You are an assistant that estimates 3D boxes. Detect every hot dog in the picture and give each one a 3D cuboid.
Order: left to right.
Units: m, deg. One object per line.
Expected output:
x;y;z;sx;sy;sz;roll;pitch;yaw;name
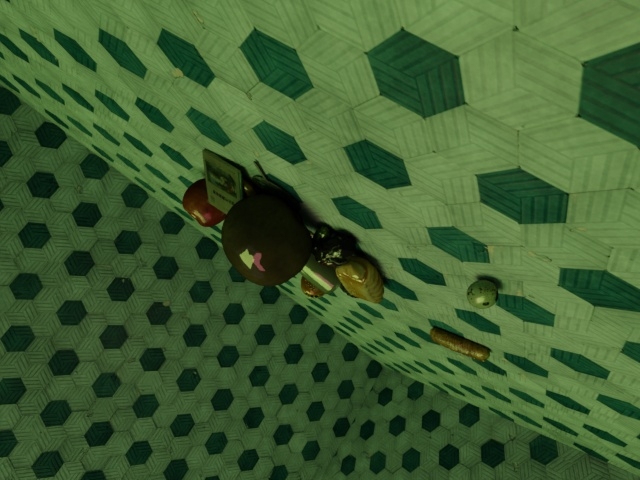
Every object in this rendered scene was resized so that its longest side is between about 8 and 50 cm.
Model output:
0.614;0.464;2.008;0.289;0.068;0.083;18;151;46;hot dog

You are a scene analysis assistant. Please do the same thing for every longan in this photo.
-0.206;-0.004;1.725;0.361;0.361;0.361;30;164;10;longan

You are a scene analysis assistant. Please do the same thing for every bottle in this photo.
-0.050;0.073;1.969;0.347;0.168;0.168;39;164;-5;bottle

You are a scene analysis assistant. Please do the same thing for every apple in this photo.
-0.509;-0.174;2.050;0.218;0.201;0.218;37;165;11;apple

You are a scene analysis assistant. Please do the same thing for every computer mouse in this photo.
0.141;0.239;2.261;0.192;0.062;0.106;34;164;-9;computer mouse

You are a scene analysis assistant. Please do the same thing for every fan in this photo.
-0.164;-0.184;1.684;0.223;0.012;0.294;34;165;-3;fan

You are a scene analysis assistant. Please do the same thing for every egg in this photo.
0.478;0.156;1.321;0.085;0.085;0.110;32;151;3;egg

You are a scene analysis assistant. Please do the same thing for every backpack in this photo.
0.060;0.042;1.689;0.120;0.105;0.165;8;159;-28;backpack

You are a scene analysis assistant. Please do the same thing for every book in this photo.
-0.384;-0.211;1.804;0.215;0.025;0.282;32;143;23;book

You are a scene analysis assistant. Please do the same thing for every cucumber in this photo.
0.001;0.001;1.797;0.074;0.074;0.241;31;157;7;cucumber

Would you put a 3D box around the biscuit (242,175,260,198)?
-0.307;-0.190;1.869;0.154;0.045;0.299;38;166;3;biscuit

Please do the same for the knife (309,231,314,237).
-0.039;-0.018;1.918;0.256;0.022;0.046;34;168;-2;knife

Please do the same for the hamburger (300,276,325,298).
-0.030;0.230;2.405;0.162;0.162;0.115;31;164;9;hamburger

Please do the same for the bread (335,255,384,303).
0.170;0.155;1.843;0.173;0.121;0.311;20;160;24;bread
